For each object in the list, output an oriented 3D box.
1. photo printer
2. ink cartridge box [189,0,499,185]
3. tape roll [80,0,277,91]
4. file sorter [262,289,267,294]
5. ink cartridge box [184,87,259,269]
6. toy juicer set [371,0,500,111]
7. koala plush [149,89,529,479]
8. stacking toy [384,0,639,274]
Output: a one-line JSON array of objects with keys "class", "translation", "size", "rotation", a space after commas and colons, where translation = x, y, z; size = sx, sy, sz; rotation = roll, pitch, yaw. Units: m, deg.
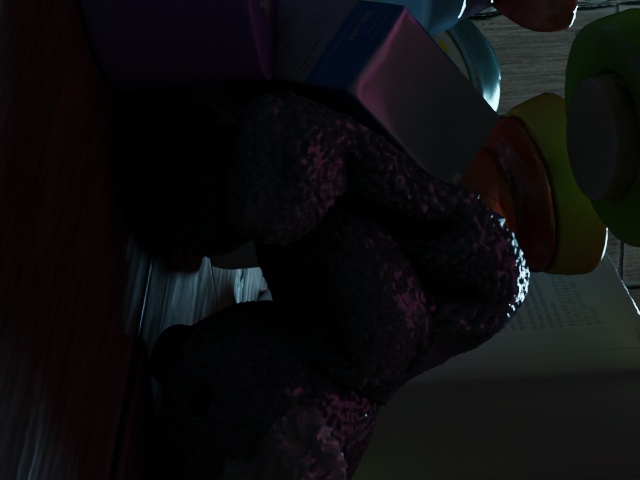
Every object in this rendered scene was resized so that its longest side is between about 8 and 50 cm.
[{"class": "photo printer", "translation": [0.087, 0.095, 1.111], "size": [0.256, 0.308, 0.107], "rotation": [-94, 180, -69]}, {"class": "ink cartridge box", "translation": [0.001, -0.090, 0.852], "size": [0.104, 0.180, 0.060], "rotation": [43, 74, -39]}, {"class": "tape roll", "translation": [-0.071, -0.171, 0.741], "size": [0.189, 0.080, 0.189], "rotation": [-4, 90, -87]}, {"class": "file sorter", "translation": [0.057, 0.148, 1.490], "size": [0.290, 0.202, 0.182], "rotation": [56, 33, -83]}, {"class": "ink cartridge box", "translation": [-0.029, -0.155, 1.019], "size": [0.211, 0.122, 0.289], "rotation": [-89, 174, -60]}, {"class": "toy juicer set", "translation": [0.067, -0.122, 1.174], "size": [0.209, 0.089, 0.329], "rotation": [-3, -72, 59]}, {"class": "koala plush", "translation": [-0.009, 0.064, 0.802], "size": [0.221, 0.203, 0.196], "rotation": [-66, -165, -11]}, {"class": "stacking toy", "translation": [0.097, -0.111, 0.864], "size": [0.279, 0.130, 0.309], "rotation": [-166, -118, -78]}]
